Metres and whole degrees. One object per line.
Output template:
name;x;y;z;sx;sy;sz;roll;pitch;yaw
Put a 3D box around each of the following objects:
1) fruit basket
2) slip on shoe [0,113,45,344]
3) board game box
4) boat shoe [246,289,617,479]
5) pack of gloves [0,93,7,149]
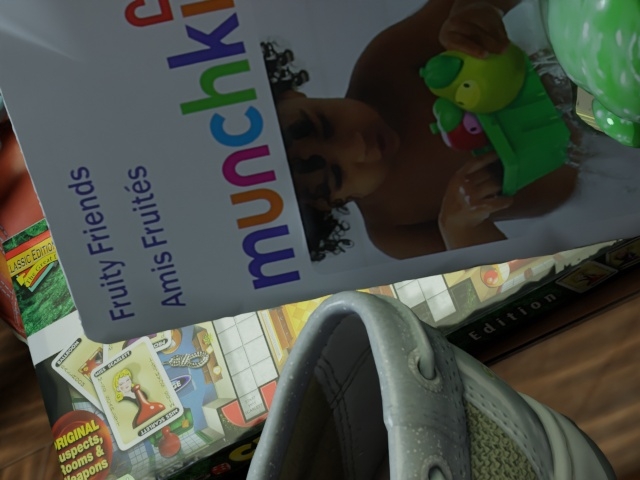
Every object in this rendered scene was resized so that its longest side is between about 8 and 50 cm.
fruit basket;0.075;-0.117;0.439;0.353;0.327;0.165;-14;39;-3
slip on shoe;-0.121;-0.013;0.867;0.123;0.101;0.331;-48;32;-19
board game box;0.000;0.000;0.705;0.259;0.030;0.136;-29;58;14
boat shoe;-0.009;0.169;0.464;0.118;0.103;0.320;-6;53;46
pack of gloves;-0.256;-0.009;0.883;0.232;0.046;0.195;-51;31;-9
